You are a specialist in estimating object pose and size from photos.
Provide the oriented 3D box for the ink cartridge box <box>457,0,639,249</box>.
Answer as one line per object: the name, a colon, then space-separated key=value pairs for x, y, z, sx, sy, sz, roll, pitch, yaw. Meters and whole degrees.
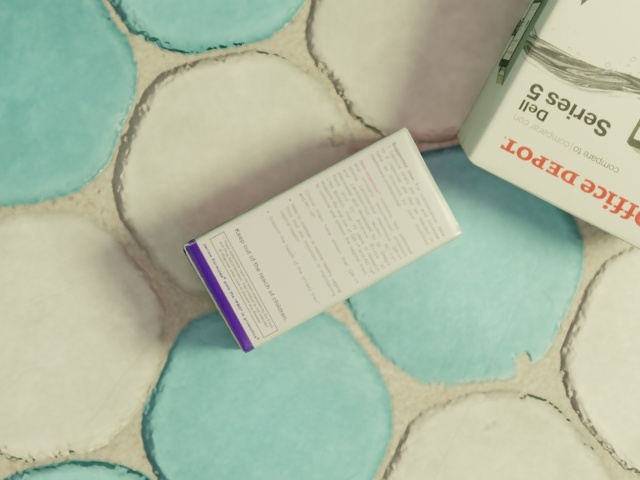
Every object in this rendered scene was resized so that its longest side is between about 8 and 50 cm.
ink cartridge box: x=0.271 y=-0.152 z=1.708 sx=0.198 sy=0.115 sz=0.273 roll=26 pitch=103 yaw=-8

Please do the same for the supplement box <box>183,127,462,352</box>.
supplement box: x=0.000 y=0.000 z=1.728 sx=0.220 sy=0.111 sz=0.114 roll=-30 pitch=90 yaw=-4
